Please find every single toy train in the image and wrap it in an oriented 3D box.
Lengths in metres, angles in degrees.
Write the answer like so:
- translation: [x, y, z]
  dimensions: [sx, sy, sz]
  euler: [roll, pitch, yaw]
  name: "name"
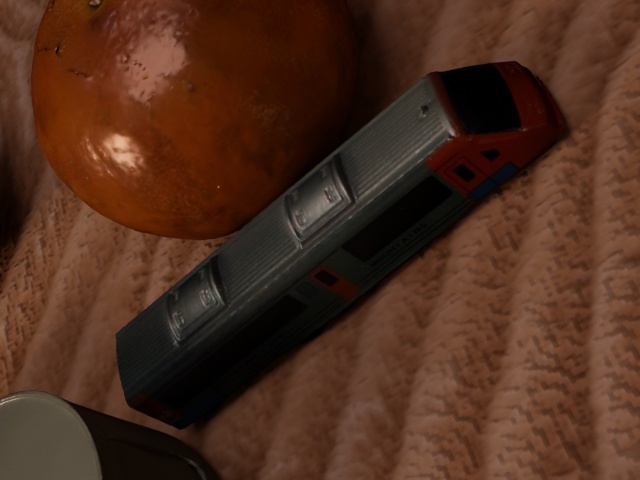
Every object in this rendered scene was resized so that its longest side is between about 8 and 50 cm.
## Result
- translation: [0.000, 0.000, 0.983]
  dimensions: [0.409, 0.089, 0.086]
  euler: [-39, 43, 23]
  name: "toy train"

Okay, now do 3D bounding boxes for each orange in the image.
- translation: [-0.107, -0.142, 1.052]
  dimensions: [0.284, 0.226, 0.284]
  euler: [-15, 63, 32]
  name: "orange"

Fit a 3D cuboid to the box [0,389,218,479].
- translation: [-0.198, 0.245, 0.993]
  dimensions: [0.226, 0.149, 0.226]
  euler: [-18, 60, 33]
  name: "box"
